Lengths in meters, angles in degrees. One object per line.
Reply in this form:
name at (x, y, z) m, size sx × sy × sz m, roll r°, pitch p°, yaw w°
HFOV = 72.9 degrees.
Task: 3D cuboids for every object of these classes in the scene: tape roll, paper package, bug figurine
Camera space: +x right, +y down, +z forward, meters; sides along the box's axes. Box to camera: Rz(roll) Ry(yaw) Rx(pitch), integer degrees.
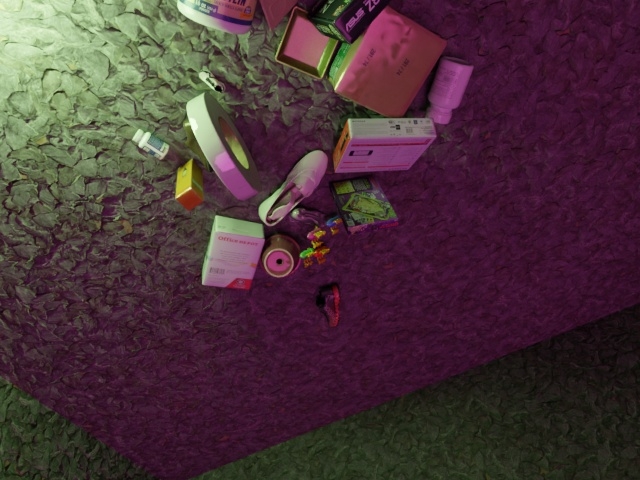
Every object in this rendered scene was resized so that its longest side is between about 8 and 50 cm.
tape roll at (-0.327, -0.323, 1.519) m, size 0.071 × 0.392 × 0.392 m, roll -25°, pitch 128°, yaw 6°
paper package at (0.227, -0.646, 1.554) m, size 0.309 × 0.168 × 0.325 m, roll 17°, pitch 121°, yaw -24°
bug figurine at (0.000, 0.000, 1.975) m, size 0.216 × 0.072 × 0.279 m, roll -26°, pitch 149°, yaw -46°

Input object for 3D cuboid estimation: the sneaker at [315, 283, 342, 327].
sneaker at (0.040, 0.354, 2.301) m, size 0.134 × 0.098 × 0.276 m, roll -7°, pitch 125°, yaw -9°

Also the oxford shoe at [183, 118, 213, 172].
oxford shoe at (-0.464, -0.364, 1.664) m, size 0.096 × 0.083 × 0.227 m, roll -2°, pitch 128°, yaw 11°

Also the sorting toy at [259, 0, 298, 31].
sorting toy at (-0.120, -0.783, 1.341) m, size 0.038 × 0.208 × 0.193 m, roll 39°, pitch 85°, yaw 9°

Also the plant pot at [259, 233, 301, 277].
plant pot at (-0.184, 0.081, 1.946) m, size 0.201 × 0.180 × 0.202 m, roll -1°, pitch 101°, yaw -3°

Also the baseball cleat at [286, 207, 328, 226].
baseball cleat at (-0.065, -0.104, 1.959) m, size 0.109 × 0.072 × 0.205 m, roll -8°, pitch 161°, yaw 42°

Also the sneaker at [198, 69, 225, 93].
sneaker at (-0.386, -0.566, 1.543) m, size 0.109 × 0.044 × 0.040 m, roll 30°, pitch 116°, yaw -29°

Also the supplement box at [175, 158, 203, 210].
supplement box at (-0.498, -0.216, 1.656) m, size 0.078 × 0.234 × 0.080 m, roll -31°, pitch 131°, yaw 10°

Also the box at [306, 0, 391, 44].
box at (0.154, -0.788, 1.305) m, size 0.395 × 0.318 × 0.097 m, roll -45°, pitch 121°, yaw 12°

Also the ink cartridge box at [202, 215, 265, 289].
ink cartridge box at (-0.396, 0.062, 1.954) m, size 0.225 × 0.131 × 0.307 m, roll 10°, pitch 122°, yaw -20°

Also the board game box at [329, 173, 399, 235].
board game box at (0.170, -0.156, 1.792) m, size 0.208 × 0.347 × 0.056 m, roll -13°, pitch 129°, yaw -3°

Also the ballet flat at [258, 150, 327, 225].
ballet flat at (-0.107, -0.202, 1.828) m, size 0.400 × 0.139 × 0.139 m, roll -43°, pitch 124°, yaw 18°

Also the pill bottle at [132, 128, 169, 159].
pill bottle at (-0.634, -0.361, 1.620) m, size 0.120 × 0.067 × 0.067 m, roll 34°, pitch 113°, yaw -32°

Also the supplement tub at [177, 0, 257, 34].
supplement tub at (-0.281, -0.805, 1.272) m, size 0.228 × 0.228 × 0.317 m, roll 10°, pitch 123°, yaw -20°

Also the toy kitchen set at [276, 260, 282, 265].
toy kitchen set at (-0.166, 0.081, 2.090) m, size 0.083 × 0.075 × 0.068 m, roll -47°, pitch 118°, yaw -27°

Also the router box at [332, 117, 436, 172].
router box at (0.238, -0.370, 1.711) m, size 0.334 × 0.082 × 0.301 m, roll -4°, pitch 166°, yaw -11°

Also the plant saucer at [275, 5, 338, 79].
plant saucer at (-0.045, -0.695, 1.527) m, size 0.188 × 0.045 × 0.189 m, roll 14°, pitch 121°, yaw -23°

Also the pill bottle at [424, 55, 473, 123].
pill bottle at (0.492, -0.582, 1.688) m, size 0.131 × 0.131 × 0.230 m, roll 3°, pitch 125°, yaw -16°
